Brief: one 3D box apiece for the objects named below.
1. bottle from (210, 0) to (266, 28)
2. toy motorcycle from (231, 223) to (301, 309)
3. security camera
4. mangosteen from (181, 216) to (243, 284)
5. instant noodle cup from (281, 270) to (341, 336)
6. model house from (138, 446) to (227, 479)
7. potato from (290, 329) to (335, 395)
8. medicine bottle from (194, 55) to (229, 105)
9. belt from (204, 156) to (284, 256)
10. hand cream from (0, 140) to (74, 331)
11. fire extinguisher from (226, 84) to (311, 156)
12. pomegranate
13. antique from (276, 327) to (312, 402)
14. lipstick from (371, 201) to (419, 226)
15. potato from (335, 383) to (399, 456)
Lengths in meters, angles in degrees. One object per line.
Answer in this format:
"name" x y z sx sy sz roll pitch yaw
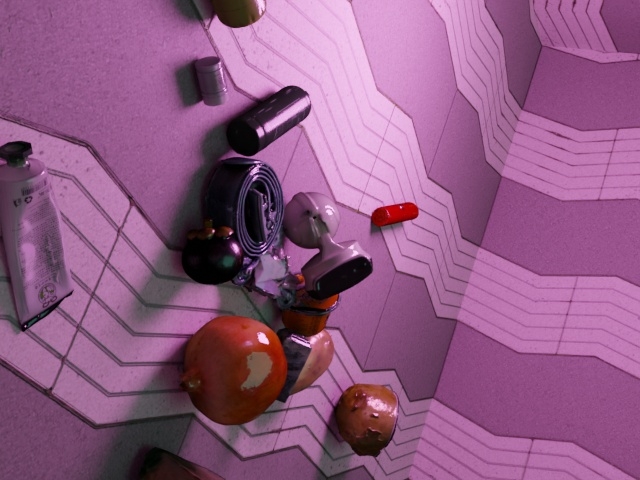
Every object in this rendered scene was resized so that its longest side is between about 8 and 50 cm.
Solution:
"bottle" -0.194 -0.560 1.514 0.112 0.112 0.260 -60 148 -30
"toy motorcycle" -0.121 0.052 1.934 0.239 0.108 0.204 45 62 -59
"security camera" 0.000 0.000 2.005 0.277 0.197 0.191 62 -4 -6
"mangosteen" -0.241 0.023 1.670 0.137 0.137 0.151 -19 103 -59
"instant noodle cup" -0.039 0.188 2.110 0.208 0.177 0.126 -12 132 -28
"model house" -0.290 0.728 1.729 0.343 0.334 0.382 -58 154 -14
"potato" -0.055 0.354 2.198 0.161 0.128 0.235 46 64 -41
"medicine bottle" -0.230 -0.338 1.603 0.058 0.058 0.091 -50 143 -42
"belt" -0.172 -0.084 1.765 0.206 0.116 0.268 -59 151 -32
"hand cream" -0.483 -0.006 1.271 0.121 0.076 0.336 -38 141 -44
"fire extinguisher" -0.106 -0.302 1.830 0.114 0.095 0.311 -40 -177 45
"pomegranate" -0.213 0.302 1.749 0.270 0.229 0.252 -19 127 -46
"antique" -0.101 0.333 2.049 0.086 0.088 0.183 26 92 -21
"lipstick" 0.268 -0.095 2.667 0.279 0.073 0.073 -14 114 -60
"potato" 0.141 0.616 2.635 0.300 0.196 0.247 113 -7 -56
